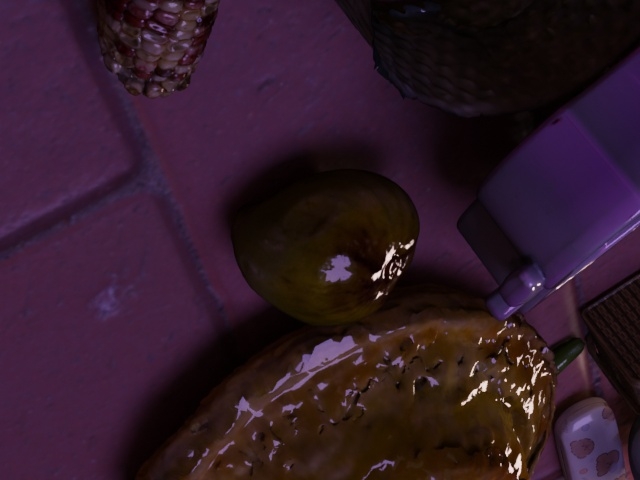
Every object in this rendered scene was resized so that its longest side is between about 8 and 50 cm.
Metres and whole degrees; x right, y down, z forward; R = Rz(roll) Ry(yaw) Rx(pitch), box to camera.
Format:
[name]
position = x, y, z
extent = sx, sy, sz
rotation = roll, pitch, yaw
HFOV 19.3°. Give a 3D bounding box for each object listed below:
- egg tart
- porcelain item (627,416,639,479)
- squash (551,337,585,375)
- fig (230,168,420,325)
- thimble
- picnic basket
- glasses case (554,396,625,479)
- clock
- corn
[egg tart]
position = 0.047, 0.239, 1.725
extent = 0.443, 0.178, 0.443
rotation = -19, 137, -18
[porcelain item]
position = 0.419, 0.227, 1.983
extent = 0.259, 0.141, 0.141
rotation = 11, 122, -48
[squash]
position = 0.222, 0.125, 1.843
extent = 0.089, 0.027, 0.027
rotation = -40, 138, 5
[fig]
position = 0.009, 0.006, 1.525
extent = 0.153, 0.121, 0.136
rotation = 2, 123, -33
[thimble]
position = 0.121, -0.234, 1.350
extent = 0.271, 0.150, 0.271
rotation = -17, 135, -18
[picnic basket]
position = 0.344, 0.085, 1.814
extent = 0.164, 0.115, 0.079
rotation = -32, 139, -2
[glasses case]
position = 0.280, 0.221, 1.955
extent = 0.063, 0.041, 0.164
rotation = -27, 138, -8
[clock]
position = 0.241, -0.067, 1.501
extent = 0.338, 0.102, 0.338
rotation = -38, 173, -5
[corn]
position = -0.095, -0.222, 1.270
extent = 0.098, 0.098, 0.290
rotation = -8, 136, -26
